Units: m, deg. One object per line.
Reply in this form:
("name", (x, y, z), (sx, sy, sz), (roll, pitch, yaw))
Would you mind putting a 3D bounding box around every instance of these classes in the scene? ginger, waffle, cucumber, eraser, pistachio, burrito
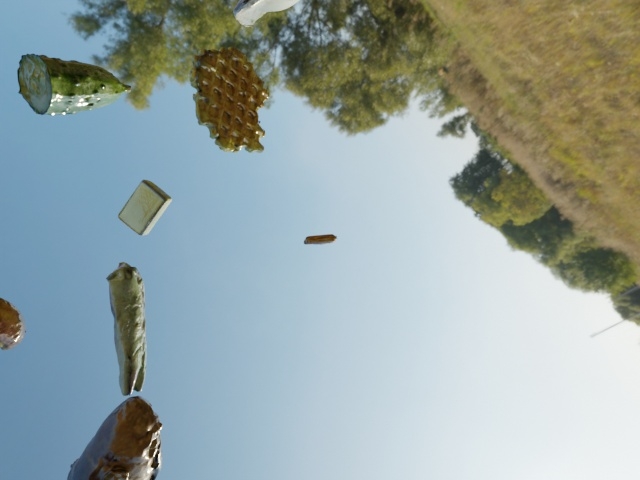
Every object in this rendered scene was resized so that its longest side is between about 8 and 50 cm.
("ginger", (-0.402, 0.454, 0.831), (0.165, 0.321, 0.172), (16, -142, -34))
("waffle", (-0.244, -0.395, 1.167), (0.282, 0.058, 0.300), (-17, -79, -52))
("cucumber", (-0.576, -0.375, 1.006), (0.134, 0.134, 0.244), (53, -146, 9))
("eraser", (-0.624, -0.117, 1.475), (0.117, 0.172, 0.058), (39, -170, 2))
("pistachio", (-0.760, 0.192, 1.004), (0.049, 0.172, 0.089), (-3, -143, -4))
("burrito", (-0.442, 0.205, 0.960), (0.096, 0.066, 0.309), (-104, 13, -82))

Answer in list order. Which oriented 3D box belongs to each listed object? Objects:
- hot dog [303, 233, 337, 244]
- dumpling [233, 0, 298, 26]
("hot dog", (0.000, 0.000, 1.472), (0.049, 0.122, 0.036), (-105, 10, -77))
("dumpling", (-0.078, -0.653, 0.949), (0.182, 0.340, 0.260), (10, -170, -6))
